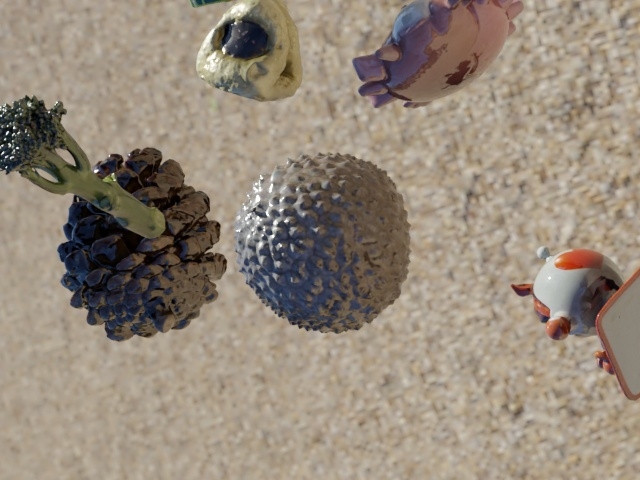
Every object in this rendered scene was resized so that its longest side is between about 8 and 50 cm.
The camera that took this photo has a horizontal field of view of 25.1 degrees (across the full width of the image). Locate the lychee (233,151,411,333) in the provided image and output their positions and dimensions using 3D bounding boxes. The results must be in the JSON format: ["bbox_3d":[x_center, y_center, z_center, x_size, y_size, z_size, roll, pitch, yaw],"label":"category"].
[{"bbox_3d":[0.000,0.003,2.206,0.300,0.300,0.300,42,141,46],"label":"lychee"}]

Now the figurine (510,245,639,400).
[{"bbox_3d":[0.361,0.079,1.926,0.226,0.183,0.160,17,142,50],"label":"figurine"}]

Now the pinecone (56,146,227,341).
[{"bbox_3d":[-0.239,0.002,1.907,0.224,0.224,0.272,112,149,-53],"label":"pinecone"}]

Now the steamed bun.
[{"bbox_3d":[-0.099,-0.309,2.241,0.141,0.172,0.155,22,109,23],"label":"steamed bun"}]

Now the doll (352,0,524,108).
[{"bbox_3d":[0.138,-0.218,1.649,0.093,0.211,0.262,62,173,14],"label":"doll"}]

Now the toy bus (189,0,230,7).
[{"bbox_3d":[-0.123,-0.341,1.530,0.175,0.101,0.088,70,-166,-45],"label":"toy bus"}]

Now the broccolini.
[{"bbox_3d":[-0.180,-0.055,1.110,0.067,0.216,0.058,-12,70,23],"label":"broccolini"}]
